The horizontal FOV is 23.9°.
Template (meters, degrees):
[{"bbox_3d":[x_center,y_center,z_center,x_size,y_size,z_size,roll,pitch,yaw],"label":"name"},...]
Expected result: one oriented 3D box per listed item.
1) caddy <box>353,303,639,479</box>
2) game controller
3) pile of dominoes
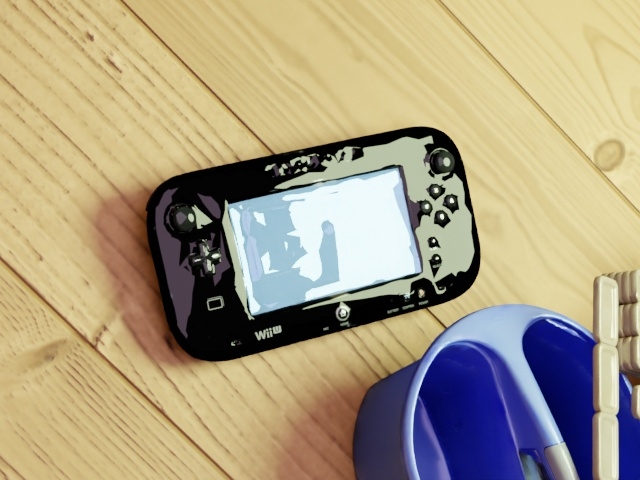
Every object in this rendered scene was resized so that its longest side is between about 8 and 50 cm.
[{"bbox_3d":[0.178,0.227,1.322,0.241,0.179,0.341,-14,85,-26],"label":"caddy"},{"bbox_3d":[0.000,0.000,1.354,0.319,0.067,0.166,-13,84,-26],"label":"game controller"},{"bbox_3d":[0.281,0.155,1.325,0.196,0.040,0.251,19,69,-45],"label":"pile of dominoes"}]
